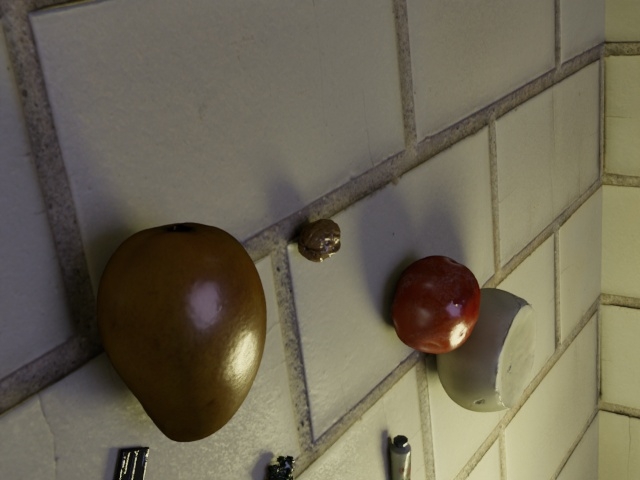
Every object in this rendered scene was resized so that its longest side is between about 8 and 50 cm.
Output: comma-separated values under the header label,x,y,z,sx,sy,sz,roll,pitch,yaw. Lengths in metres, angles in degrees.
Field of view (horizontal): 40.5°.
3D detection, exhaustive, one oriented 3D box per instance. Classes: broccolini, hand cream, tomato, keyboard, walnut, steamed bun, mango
label,x,y,z,sx,sy,sz,roll,pitch,yaw
broccolini,-0.047,0.531,1.740,0.071,0.057,0.254,-24,123,-3
hand cream,0.198,0.580,2.133,0.080,0.050,0.233,-43,137,-49
tomato,0.274,0.156,2.019,0.232,0.189,0.231,-20,115,-51
keyboard,-0.309,0.426,1.359,0.067,0.011,0.202,14,85,-58
walnut,0.000,0.000,1.676,0.096,0.083,0.078,-28,148,-52
steamed bun,0.420,0.281,2.247,0.324,0.206,0.324,-24,119,-53
mango,-0.194,0.139,1.292,0.264,0.221,0.377,-50,145,-46
